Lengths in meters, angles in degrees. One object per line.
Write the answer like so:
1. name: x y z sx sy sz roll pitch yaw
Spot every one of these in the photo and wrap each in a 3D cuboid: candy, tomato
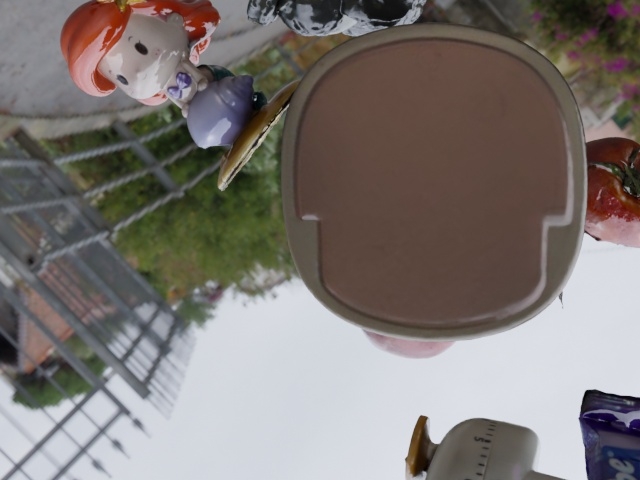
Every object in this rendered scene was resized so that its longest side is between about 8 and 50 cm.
1. candy: 0.292 0.256 0.863 0.070 0.145 0.275 118 -17 -57
2. tomato: 0.535 -0.099 1.776 0.228 0.228 0.101 -49 175 -37
3. tomato: 0.138 0.109 1.577 0.187 0.187 0.151 172 -76 -76

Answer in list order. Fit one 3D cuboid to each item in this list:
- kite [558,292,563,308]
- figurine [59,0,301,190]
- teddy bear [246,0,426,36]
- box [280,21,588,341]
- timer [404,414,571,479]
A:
1. kite: 0.357 0.040 1.529 0.011 0.139 0.156 -17 156 17
2. figurine: -0.168 -0.201 1.203 0.208 0.257 0.181 -54 -174 -28
3. teddy bear: 0.039 -0.290 1.083 0.251 0.171 0.144 -30 129 -67
4. box: 0.118 -0.066 0.983 0.301 0.301 0.216 -40 180 17
5. timer: 0.202 0.317 1.116 0.233 0.240 0.234 11 90 -74
